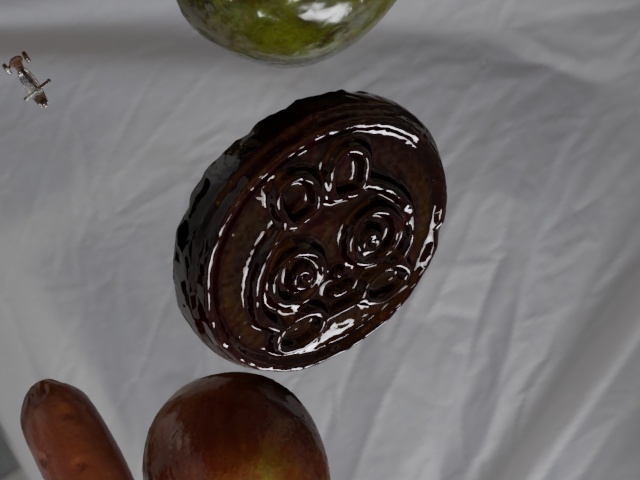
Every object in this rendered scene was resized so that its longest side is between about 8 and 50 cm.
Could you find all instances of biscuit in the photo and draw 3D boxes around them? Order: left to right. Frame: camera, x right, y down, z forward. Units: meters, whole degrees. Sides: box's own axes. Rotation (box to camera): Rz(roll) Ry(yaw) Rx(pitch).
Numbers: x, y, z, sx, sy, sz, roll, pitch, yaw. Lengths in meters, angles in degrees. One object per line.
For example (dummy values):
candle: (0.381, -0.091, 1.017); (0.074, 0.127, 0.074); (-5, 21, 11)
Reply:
biscuit: (0.000, 0.000, 1.744); (0.091, 0.407, 0.407); (45, 171, 43)

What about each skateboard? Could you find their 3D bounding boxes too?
skateboard: (-0.283, -0.149, 1.336); (0.064, 0.032, 0.083); (60, 170, -32)

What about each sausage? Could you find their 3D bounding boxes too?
sausage: (-0.314, 0.303, 1.781); (0.259, 0.113, 0.113); (62, -179, 7)

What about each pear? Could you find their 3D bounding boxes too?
pear: (-0.034, -0.399, 1.700); (0.352, 0.352, 0.413); (58, -146, -18)

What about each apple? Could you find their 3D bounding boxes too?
apple: (-0.076, 0.221, 1.308); (0.195, 0.160, 0.173); (27, -152, -12)
